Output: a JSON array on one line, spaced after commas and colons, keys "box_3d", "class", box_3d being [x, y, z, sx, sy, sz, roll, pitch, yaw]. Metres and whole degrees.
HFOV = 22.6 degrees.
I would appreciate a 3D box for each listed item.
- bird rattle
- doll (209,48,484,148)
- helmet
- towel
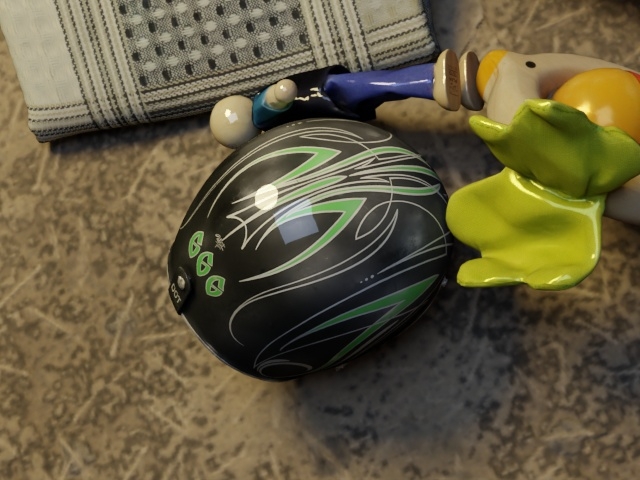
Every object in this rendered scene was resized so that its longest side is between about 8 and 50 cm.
[{"box_3d": [0.199, -0.057, 0.990, 0.254, 0.143, 0.207, -1, 39, -16], "class": "bird rattle"}, {"box_3d": [0.007, -0.094, 1.072, 0.189, 0.129, 0.046, -7, 90, 28], "class": "doll"}, {"box_3d": [0.000, 0.000, 1.026, 0.161, 0.169, 0.169, -39, 64, 30], "class": "helmet"}, {"box_3d": [-0.095, -0.246, 1.100, 0.312, 0.056, 0.324, -10, 105, 11], "class": "towel"}]
